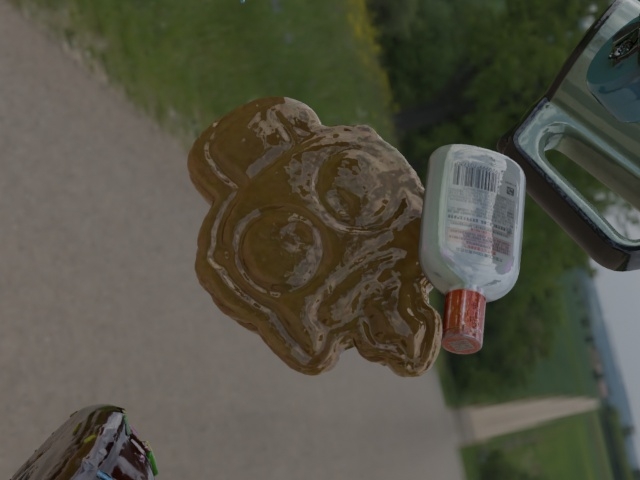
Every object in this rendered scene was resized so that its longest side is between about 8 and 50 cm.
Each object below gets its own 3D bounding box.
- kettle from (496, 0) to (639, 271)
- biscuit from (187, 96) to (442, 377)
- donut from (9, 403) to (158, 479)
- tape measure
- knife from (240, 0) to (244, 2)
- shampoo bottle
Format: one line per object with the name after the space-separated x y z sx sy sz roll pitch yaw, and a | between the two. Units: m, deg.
0.455 -0.098 1.968 0.377 0.361 0.250 37 -24 12 | kettle
0.000 -0.002 1.664 0.376 0.269 0.051 49 -10 17 | biscuit
-0.225 0.241 1.288 0.096 0.230 0.216 44 54 -9 | donut
0.344 -0.185 1.589 0.081 0.125 0.146 45 35 -19 | tape measure
-0.089 -0.280 1.593 0.014 0.005 0.091 47 23 -49 | knife
0.151 0.008 1.527 0.051 0.108 0.220 124 -22 -58 | shampoo bottle
